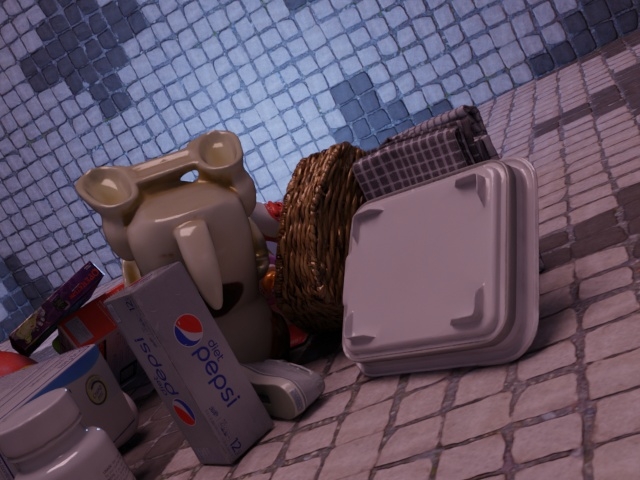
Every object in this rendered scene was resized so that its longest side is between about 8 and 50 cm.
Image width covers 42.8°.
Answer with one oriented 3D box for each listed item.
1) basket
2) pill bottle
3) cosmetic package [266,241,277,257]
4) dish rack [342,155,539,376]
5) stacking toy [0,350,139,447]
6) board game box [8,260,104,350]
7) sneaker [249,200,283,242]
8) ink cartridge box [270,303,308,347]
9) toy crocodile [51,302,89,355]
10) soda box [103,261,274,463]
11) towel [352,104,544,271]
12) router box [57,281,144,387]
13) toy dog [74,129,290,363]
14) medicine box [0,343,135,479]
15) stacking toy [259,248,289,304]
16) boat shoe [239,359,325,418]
[{"bbox_3d":[0.000,0.000,1.438,0.223,0.214,0.299,-14,61,50],"label":"basket"},{"bbox_3d":[-0.310,0.310,1.036,0.131,0.229,0.131,-27,11,6],"label":"pill bottle"},{"bbox_3d":[0.062,-0.062,2.029,0.230,0.161,0.453,-21,12,33],"label":"cosmetic package"},{"bbox_3d":[0.144,0.036,1.136,0.072,0.285,0.333,19,-24,-36],"label":"dish rack"},{"bbox_3d":[-0.551,0.345,1.534,0.480,0.350,0.350,-3,21,22],"label":"stacking toy"},{"bbox_3d":[-0.556,0.153,1.711,0.208,0.056,0.347,-51,8,-20],"label":"board game box"},{"bbox_3d":[-0.051,-0.056,1.689,0.145,0.270,0.090,-45,43,16],"label":"sneaker"},{"bbox_3d":[-0.135,0.177,1.666,0.296,0.066,0.261,-25,10,20],"label":"ink cartridge box"},{"bbox_3d":[-0.558,0.258,1.903,0.115,0.105,0.340,-57,-1,-44],"label":"toy crocodile"},{"bbox_3d":[-0.188,0.180,1.185,0.091,0.286,0.098,-18,14,49],"label":"soda box"},{"bbox_3d":[0.194,-0.049,1.292,0.121,0.283,0.235,-30,9,-35],"label":"towel"},{"bbox_3d":[-0.417,0.203,1.793,0.301,0.082,0.335,-35,-19,-31],"label":"router box"},{"bbox_3d":[-0.184,0.068,1.406,0.285,0.407,0.395,-27,36,-21],"label":"toy dog"},{"bbox_3d":[-0.477,0.308,1.221,0.290,0.149,0.263,-20,12,22],"label":"medicine box"},{"bbox_3d":[-0.125,0.074,1.624,0.166,0.175,0.302,-40,28,-25],"label":"stacking toy"},{"bbox_3d":[-0.070,0.225,1.276,0.081,0.079,0.228,-24,12,-31],"label":"boat shoe"}]
